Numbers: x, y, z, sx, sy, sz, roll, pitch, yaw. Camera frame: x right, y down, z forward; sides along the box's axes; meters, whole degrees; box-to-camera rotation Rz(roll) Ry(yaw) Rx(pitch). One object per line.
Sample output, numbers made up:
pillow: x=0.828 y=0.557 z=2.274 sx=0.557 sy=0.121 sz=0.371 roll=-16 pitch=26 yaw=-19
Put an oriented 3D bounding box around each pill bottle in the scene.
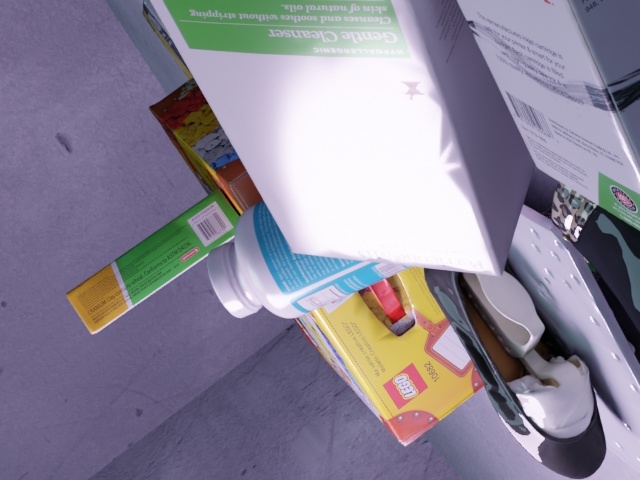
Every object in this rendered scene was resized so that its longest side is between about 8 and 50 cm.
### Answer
pill bottle: x=0.000 y=0.000 z=1.545 sx=0.146 sy=0.264 sz=0.146 roll=56 pitch=-162 yaw=-30

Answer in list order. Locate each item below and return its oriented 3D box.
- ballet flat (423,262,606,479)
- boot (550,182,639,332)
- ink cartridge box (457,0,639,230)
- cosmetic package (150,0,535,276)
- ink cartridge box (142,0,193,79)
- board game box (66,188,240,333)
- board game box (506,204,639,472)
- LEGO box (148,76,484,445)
ballet flat: x=0.195 y=0.114 z=1.254 sx=0.280 sy=0.095 sz=0.096 roll=53 pitch=161 yaw=-3
boot: x=0.251 y=0.043 z=0.969 sx=0.179 sy=0.085 sz=0.236 roll=52 pitch=167 yaw=28
ink cartridge box: x=0.160 y=-0.116 z=0.752 sx=0.208 sy=0.087 sz=0.153 roll=57 pitch=173 yaw=-35
cosmetic package: x=0.030 y=-0.138 z=0.947 sx=0.196 sy=0.155 sz=0.365 roll=5 pitch=148 yaw=24
ink cartridge box: x=-0.246 y=-0.362 z=2.253 sx=0.307 sy=0.072 sz=0.303 roll=51 pitch=178 yaw=-9
board game box: x=-0.230 y=0.028 z=1.808 sx=0.064 sy=0.242 sz=0.316 roll=55 pitch=172 yaw=-4
board game box: x=0.234 y=0.066 z=1.324 sx=0.390 sy=0.050 sz=0.390 roll=57 pitch=172 yaw=-28
LEGO box: x=0.008 y=-0.006 z=1.874 sx=0.500 sy=0.193 sz=0.372 roll=57 pitch=172 yaw=-30
